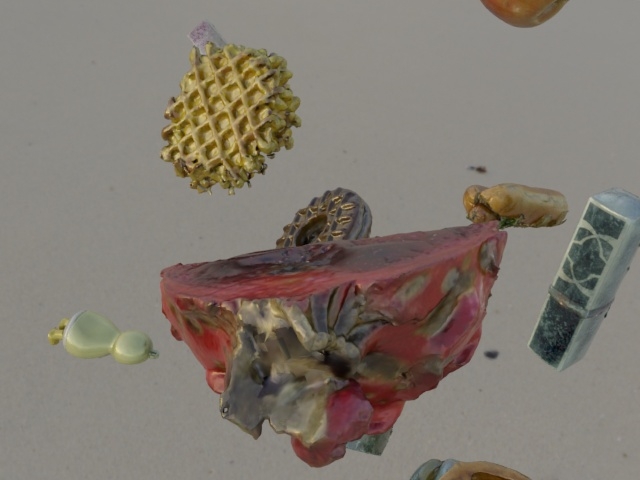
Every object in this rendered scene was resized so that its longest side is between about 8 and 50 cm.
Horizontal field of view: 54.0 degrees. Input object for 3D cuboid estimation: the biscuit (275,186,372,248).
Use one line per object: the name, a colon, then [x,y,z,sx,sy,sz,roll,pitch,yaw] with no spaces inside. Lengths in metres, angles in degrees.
biscuit: [0.000,0.000,1.697,0.332,0.103,0.332,-34,30,23]

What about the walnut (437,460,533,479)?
walnut: [0.201,0.350,0.678,0.167,0.087,0.211,-19,46,-7]

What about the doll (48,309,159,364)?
doll: [-0.568,0.271,1.668,0.296,0.117,0.141,20,25,6]

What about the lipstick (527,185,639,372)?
lipstick: [0.387,0.060,0.911,0.076,0.289,0.077,-16,42,-31]

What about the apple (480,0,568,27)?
apple: [0.382,-0.493,1.141,0.195,0.160,0.173,-28,76,-20]

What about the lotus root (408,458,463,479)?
lotus root: [0.246,0.636,1.420,0.158,0.140,0.322,-15,23,43]

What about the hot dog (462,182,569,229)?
hot dog: [0.314,-0.052,1.021,0.109,0.072,0.270,-5,-2,45]

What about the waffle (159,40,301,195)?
waffle: [-0.114,-0.150,0.788,0.193,0.197,0.070,6,-10,32]

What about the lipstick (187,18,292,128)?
lipstick: [-0.188,-0.376,1.475,0.317,0.066,0.068,51,9,9]

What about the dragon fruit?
dragon fruit: [-0.002,0.073,0.414,0.262,0.134,0.211,-7,3,14]

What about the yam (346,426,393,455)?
yam: [0.099,0.390,1.633,0.241,0.241,0.348,20,73,25]
